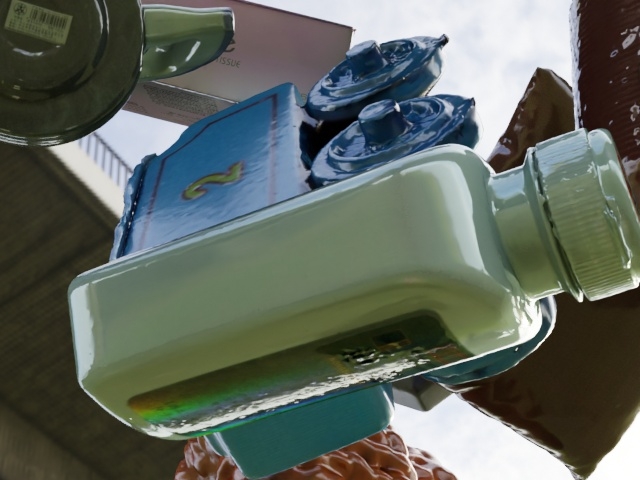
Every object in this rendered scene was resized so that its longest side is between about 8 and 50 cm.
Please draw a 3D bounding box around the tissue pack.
[{"bbox_3d":[-0.098,-0.154,0.958,0.246,0.148,0.092,14,-99,3],"label":"tissue pack"}]

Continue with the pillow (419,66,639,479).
[{"bbox_3d":[0.227,0.044,1.010,0.305,0.108,0.308,32,-83,-20],"label":"pillow"}]

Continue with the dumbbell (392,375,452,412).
[{"bbox_3d":[0.080,0.061,1.240,0.160,0.144,0.325,16,-28,32],"label":"dumbbell"}]

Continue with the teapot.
[{"bbox_3d":[-0.137,-0.110,0.573,0.149,0.108,0.111,-36,-84,-16],"label":"teapot"}]

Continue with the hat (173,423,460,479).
[{"bbox_3d":[0.071,0.275,0.994,0.400,0.285,0.285,8,-54,-20],"label":"hat"}]

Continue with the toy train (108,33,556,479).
[{"bbox_3d":[0.000,0.000,0.729,0.265,0.300,0.188,-22,-65,8],"label":"toy train"}]

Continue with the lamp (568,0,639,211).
[{"bbox_3d":[0.230,-0.088,0.593,0.180,0.258,0.180,2,-14,0],"label":"lamp"}]

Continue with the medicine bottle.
[{"bbox_3d":[0.019,0.019,0.455,0.229,0.083,0.121,-20,-23,17],"label":"medicine bottle"}]
